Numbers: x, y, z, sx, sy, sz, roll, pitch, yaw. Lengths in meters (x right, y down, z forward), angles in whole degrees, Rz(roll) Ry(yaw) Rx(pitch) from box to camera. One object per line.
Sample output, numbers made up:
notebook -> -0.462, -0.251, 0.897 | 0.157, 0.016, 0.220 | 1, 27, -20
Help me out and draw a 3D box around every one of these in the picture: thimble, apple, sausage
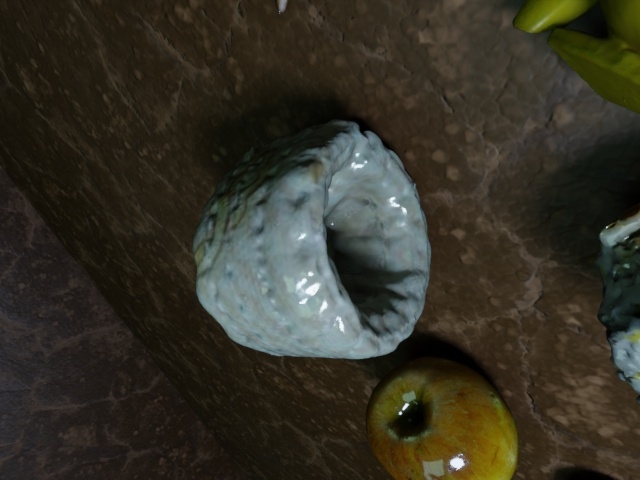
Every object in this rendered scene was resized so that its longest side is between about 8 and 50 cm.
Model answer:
thimble -> 0.000, 0.000, 0.542 | 0.195, 0.291, 0.291 | -10, 117, 38
apple -> 0.198, 0.311, 0.692 | 0.237, 0.236, 0.207 | -6, 146, 44
sausage -> -0.036, -0.315, 0.496 | 0.015, 0.015, 0.100 | 39, 141, 7

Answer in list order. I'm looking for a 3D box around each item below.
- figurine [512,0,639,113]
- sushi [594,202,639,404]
figurine -> 0.282, -0.137, 0.260 | 0.326, 0.169, 0.218 | 50, -176, 4
sushi -> 0.356, 0.074, 0.362 | 0.274, 0.184, 0.139 | 44, 144, -3
